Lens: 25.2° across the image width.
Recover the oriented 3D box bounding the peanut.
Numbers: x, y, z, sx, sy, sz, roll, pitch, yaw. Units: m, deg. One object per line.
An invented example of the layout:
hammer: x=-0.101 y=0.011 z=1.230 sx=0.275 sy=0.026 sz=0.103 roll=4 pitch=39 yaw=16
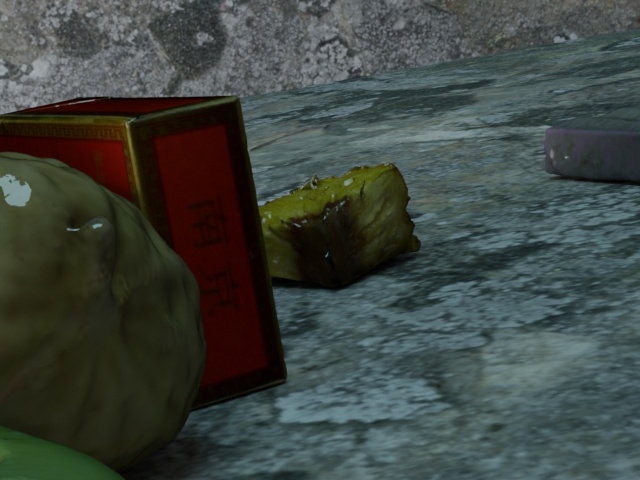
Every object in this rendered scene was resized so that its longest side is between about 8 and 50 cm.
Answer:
peanut: x=-0.140 y=0.041 z=0.659 sx=0.143 sy=0.159 sz=0.291 roll=-57 pitch=19 yaw=-16

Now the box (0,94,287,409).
box: x=-0.111 y=-0.003 z=0.814 sx=0.074 sy=0.153 sz=0.240 roll=-19 pitch=14 yaw=-27

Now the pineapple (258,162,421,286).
pineapple: x=0.000 y=0.000 z=0.984 sx=0.137 sy=0.069 sz=0.116 roll=-18 pitch=15 yaw=2

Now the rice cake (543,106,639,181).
rice cake: x=0.300 y=-0.076 z=1.135 sx=0.106 sy=0.050 sz=0.298 roll=-13 pitch=10 yaw=-23

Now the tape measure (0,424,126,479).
tape measure: x=-0.136 y=0.102 z=0.398 sx=0.175 sy=0.106 sz=0.200 roll=0 pitch=4 yaw=-39
